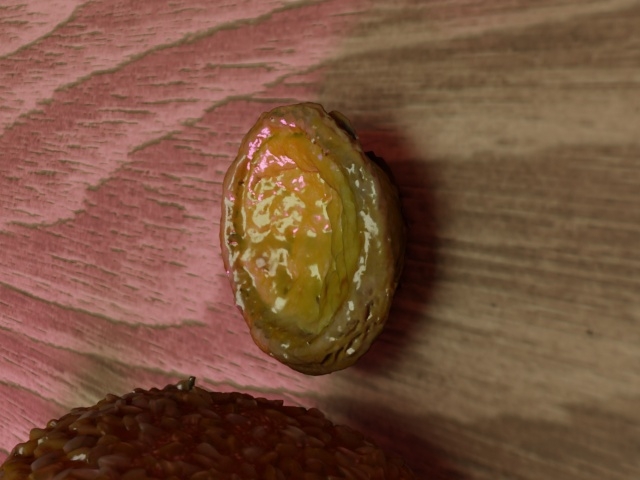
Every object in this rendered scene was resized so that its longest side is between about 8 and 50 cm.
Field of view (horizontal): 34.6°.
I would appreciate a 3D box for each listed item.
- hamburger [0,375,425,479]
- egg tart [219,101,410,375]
[{"bbox_3d":[-0.060,0.245,0.580,0.330,0.329,0.250,51,124,40],"label":"hamburger"},{"bbox_3d":[0.000,0.000,0.711,0.191,0.074,0.191,-2,87,51],"label":"egg tart"}]
